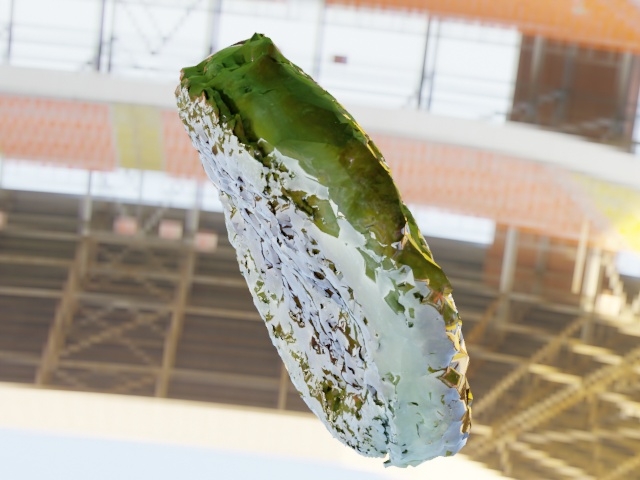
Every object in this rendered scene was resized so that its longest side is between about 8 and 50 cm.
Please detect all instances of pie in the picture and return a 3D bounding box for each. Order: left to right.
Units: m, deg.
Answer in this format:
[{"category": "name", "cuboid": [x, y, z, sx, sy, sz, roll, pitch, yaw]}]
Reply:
[{"category": "pie", "cuboid": [0.000, 0.000, 1.160, 0.103, 0.288, 0.354, -26, -157, -9]}]
